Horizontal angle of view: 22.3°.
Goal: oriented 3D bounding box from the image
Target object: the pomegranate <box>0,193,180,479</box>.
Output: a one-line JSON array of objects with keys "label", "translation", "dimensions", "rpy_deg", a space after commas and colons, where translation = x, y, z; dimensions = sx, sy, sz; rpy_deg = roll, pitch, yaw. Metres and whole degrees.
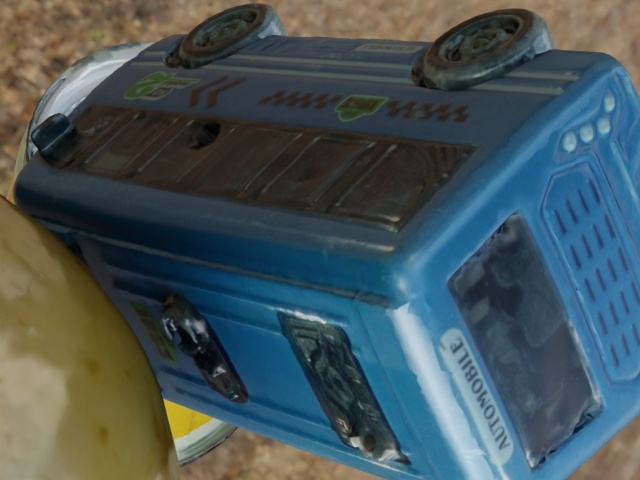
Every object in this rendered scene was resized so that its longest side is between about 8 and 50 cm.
[{"label": "pomegranate", "translation": [-0.199, 0.083, 0.493], "dimensions": [0.342, 0.342, 0.342], "rpy_deg": [-43, 155, -26]}]

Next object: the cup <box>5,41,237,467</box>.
[{"label": "cup", "translation": [-0.107, 0.014, 0.922], "dimensions": [0.196, 0.196, 0.280], "rpy_deg": [-43, 169, -25]}]

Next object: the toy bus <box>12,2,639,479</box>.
[{"label": "toy bus", "translation": [0.000, 0.000, 0.553], "dimensions": [0.134, 0.246, 0.113], "rpy_deg": [-42, 121, -27]}]
